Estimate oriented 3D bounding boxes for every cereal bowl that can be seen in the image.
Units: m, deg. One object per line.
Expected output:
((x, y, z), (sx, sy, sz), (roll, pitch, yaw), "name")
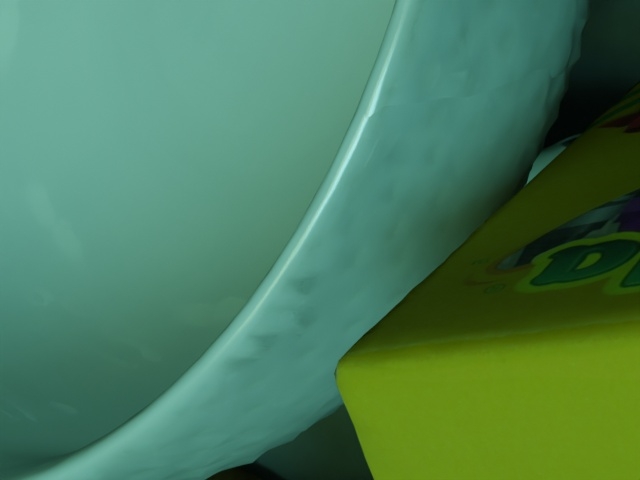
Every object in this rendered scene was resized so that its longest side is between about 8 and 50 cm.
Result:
((-0.052, -0.089, 0.541), (0.339, 0.141, 0.339), (-6, 81, 43), "cereal bowl")

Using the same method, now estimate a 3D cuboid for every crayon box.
((0.145, 0.005, 0.394), (0.202, 0.318, 0.081), (-9, 108, 33), "crayon box")

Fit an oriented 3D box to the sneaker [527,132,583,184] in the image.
((0.000, 0.000, 0.638), (0.258, 0.094, 0.091), (2, 89, 31), "sneaker")

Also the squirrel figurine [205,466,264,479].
((-0.024, 0.278, 0.596), (0.281, 0.370, 0.397), (0, 113, 31), "squirrel figurine")
